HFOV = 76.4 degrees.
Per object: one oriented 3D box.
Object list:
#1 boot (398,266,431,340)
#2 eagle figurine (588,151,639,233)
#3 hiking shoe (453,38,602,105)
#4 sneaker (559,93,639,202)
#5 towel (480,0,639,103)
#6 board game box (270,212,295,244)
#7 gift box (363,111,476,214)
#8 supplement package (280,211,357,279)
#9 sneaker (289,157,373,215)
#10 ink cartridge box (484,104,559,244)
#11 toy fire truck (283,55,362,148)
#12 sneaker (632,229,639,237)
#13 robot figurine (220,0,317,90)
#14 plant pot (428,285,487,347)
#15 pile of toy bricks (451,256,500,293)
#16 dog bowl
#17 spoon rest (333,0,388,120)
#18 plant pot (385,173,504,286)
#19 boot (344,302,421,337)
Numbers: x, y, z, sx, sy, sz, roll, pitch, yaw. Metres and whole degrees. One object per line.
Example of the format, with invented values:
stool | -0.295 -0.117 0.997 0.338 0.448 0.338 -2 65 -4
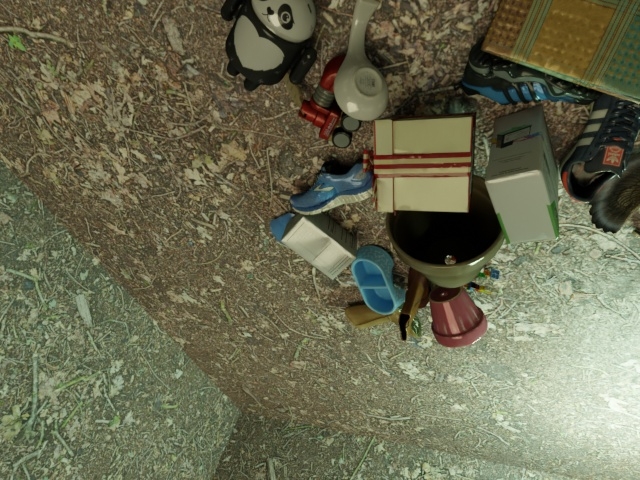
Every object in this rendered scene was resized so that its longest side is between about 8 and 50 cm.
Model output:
boot | 0.345 0.244 1.477 0.096 0.281 0.264 11 137 15
eagle figurine | 0.829 -0.122 0.973 0.226 0.225 0.298 59 180 19
hiking shoe | 0.476 -0.368 0.931 0.303 0.113 0.132 18 164 5
sneaker | 0.668 -0.233 0.925 0.131 0.148 0.350 13 137 13
towel | 0.543 -0.449 0.784 0.370 0.040 0.272 21 117 7
board game box | -0.114 -0.049 1.581 0.168 0.033 0.133 -23 116 34
gift box | 0.253 -0.184 1.038 0.258 0.255 0.277 5 106 22
supplement package | 0.000 0.000 1.472 0.244 0.134 0.139 38 117 -15
sneaker | 0.029 -0.185 1.322 0.329 0.130 0.147 -16 111 33
ink cartridge box | 0.496 -0.161 0.986 0.117 0.278 0.201 -9 129 36
toy fire truck | 0.008 -0.402 1.085 0.246 0.159 0.217 21 140 -11
sneaker | 0.912 -0.020 1.127 0.083 0.032 0.037 16 125 2
robot figurine | -0.129 -0.501 1.001 0.209 0.174 0.278 6 152 -36
plant pot | 0.495 0.265 1.513 0.201 0.201 0.180 -14 111 35
pile of toy bricks | 0.513 0.116 1.418 0.212 0.118 0.105 17 170 -16
dog bowl | 0.216 0.160 1.564 0.165 0.074 0.297 -5 119 38
spoon rest | 0.099 -0.414 0.954 0.137 0.277 0.084 4 175 -16
plant pot | 0.384 0.001 1.222 0.323 0.323 0.280 1 150 24
boot | 0.274 0.347 1.774 0.269 0.089 0.236 -26 106 40
